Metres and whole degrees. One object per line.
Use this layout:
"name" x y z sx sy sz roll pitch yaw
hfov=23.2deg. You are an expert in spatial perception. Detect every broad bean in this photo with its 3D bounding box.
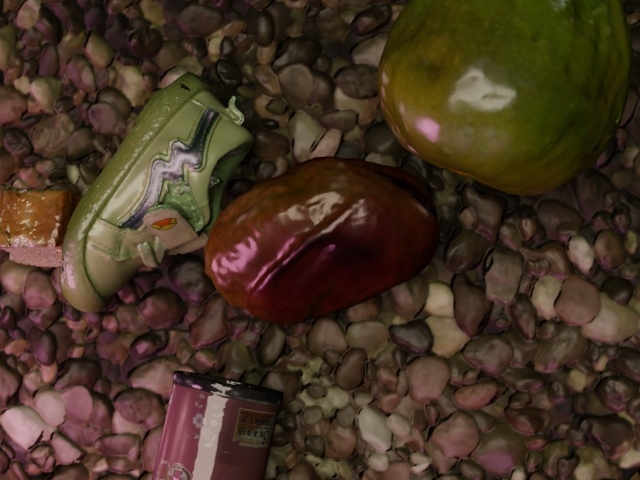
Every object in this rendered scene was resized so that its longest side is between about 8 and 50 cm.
"broad bean" 0.001 0.000 1.504 0.228 0.156 0.122 -17 40 17

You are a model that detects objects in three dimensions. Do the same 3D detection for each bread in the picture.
"bread" -0.285 -0.015 1.592 0.083 0.076 0.070 3 74 13

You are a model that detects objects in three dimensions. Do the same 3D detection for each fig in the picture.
"fig" 0.202 -0.180 1.425 0.314 0.233 0.233 -41 78 1

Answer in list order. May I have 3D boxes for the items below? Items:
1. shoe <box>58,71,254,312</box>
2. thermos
"shoe" -0.165 -0.042 1.530 0.128 0.140 0.262 26 84 23
"thermos" -0.136 0.296 1.510 0.136 0.109 0.330 11 88 13
